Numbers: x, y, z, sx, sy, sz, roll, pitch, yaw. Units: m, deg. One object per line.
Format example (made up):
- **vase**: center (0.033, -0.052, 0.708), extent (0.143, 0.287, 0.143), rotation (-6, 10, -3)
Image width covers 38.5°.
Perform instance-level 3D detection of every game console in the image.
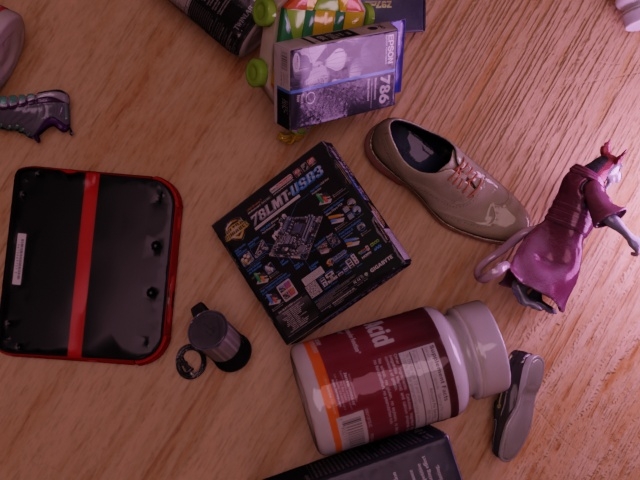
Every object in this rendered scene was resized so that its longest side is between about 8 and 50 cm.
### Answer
- **game console**: center (-0.461, 0.050, 1.848), extent (0.341, 0.060, 0.387), rotation (4, 83, 0)

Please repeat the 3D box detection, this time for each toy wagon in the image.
- **toy wagon**: center (-0.021, -0.352, 1.832), extent (0.267, 0.068, 0.345), rotation (-8, 117, -37)

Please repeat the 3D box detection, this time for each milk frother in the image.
- **milk frother**: center (-0.231, 0.211, 1.805), extent (0.129, 0.135, 0.143), rotation (34, 78, 30)

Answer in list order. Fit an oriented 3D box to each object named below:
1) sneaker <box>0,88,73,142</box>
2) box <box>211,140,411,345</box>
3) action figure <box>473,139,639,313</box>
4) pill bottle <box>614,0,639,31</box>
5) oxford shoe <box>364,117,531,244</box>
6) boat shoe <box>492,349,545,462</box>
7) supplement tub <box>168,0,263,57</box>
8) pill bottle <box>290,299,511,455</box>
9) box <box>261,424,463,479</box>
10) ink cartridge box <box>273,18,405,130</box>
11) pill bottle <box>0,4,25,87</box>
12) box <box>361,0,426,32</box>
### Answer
- **sneaker**: center (-0.614, -0.240, 1.844), extent (0.223, 0.083, 0.098), rotation (-10, 90, -7)
- **box**: center (-0.022, 0.006, 1.809), extent (0.295, 0.073, 0.293), rotation (-37, 78, 14)
- **action figure**: center (0.488, -0.040, 1.844), extent (0.275, 0.248, 0.370), rotation (23, 94, -8)
- **pill bottle**: center (0.685, -0.567, 1.973), extent (0.119, 0.119, 0.209), rotation (-10, 85, -6)
- **oxford shoe**: center (0.270, -0.116, 1.875), extent (0.397, 0.146, 0.141), rotation (30, 80, -5)
- **boat shoe**: center (0.395, 0.339, 1.887), extent (0.081, 0.068, 0.228), rotation (21, 86, -43)
- **supplement tub**: center (-0.223, -0.538, 1.851), extent (0.316, 0.193, 0.193), rotation (41, 82, -1)
- **pill bottle**: center (0.154, 0.258, 1.793), extent (0.392, 0.224, 0.224), rotation (-16, 86, -7)
- **box**: center (0.089, 0.562, 1.763), extent (0.395, 0.212, 0.294), rotation (-17, 87, -7)
- **ink cartridge box**: center (0.058, -0.334, 1.819), extent (0.332, 0.065, 0.165), rotation (-20, 124, -32)
- **pill bottle**: center (-0.764, -0.428, 1.799), extent (0.318, 0.176, 0.176), rotation (24, 83, -3)
- **box**: center (0.103, -0.527, 1.922), extent (0.232, 0.059, 0.184), rotation (-2, 104, -5)
